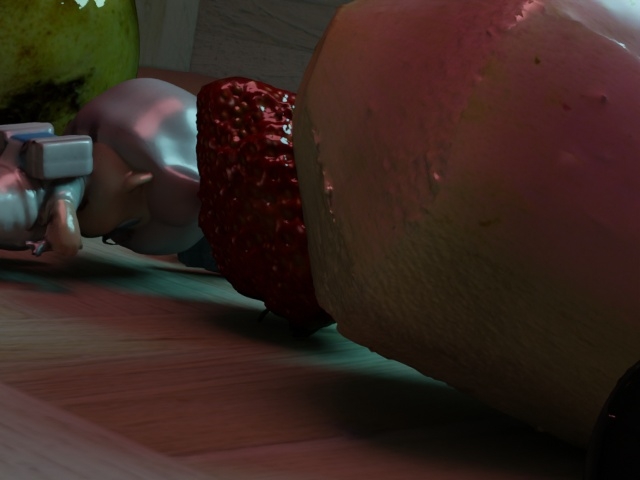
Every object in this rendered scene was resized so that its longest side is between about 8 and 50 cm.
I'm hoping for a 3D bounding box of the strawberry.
[{"bbox_3d":[-0.010,-0.023,0.929,0.131,0.148,0.131,-19,-2,-1],"label":"strawberry"}]

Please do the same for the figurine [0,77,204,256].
[{"bbox_3d":[-0.128,-0.039,1.005,0.229,0.112,0.137,-12,12,-36],"label":"figurine"}]

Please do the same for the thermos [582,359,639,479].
[{"bbox_3d":[0.231,0.078,0.624,0.136,0.109,0.330,14,9,33],"label":"thermos"}]

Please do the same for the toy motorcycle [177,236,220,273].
[{"bbox_3d":[0.000,0.000,1.099,0.193,0.061,0.124,1,19,-11],"label":"toy motorcycle"}]

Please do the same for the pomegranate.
[{"bbox_3d":[-0.258,-0.146,1.208,0.260,0.260,0.260,9,8,-1],"label":"pomegranate"}]

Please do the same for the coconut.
[{"bbox_3d":[0.102,-0.029,0.780,0.245,0.233,0.233,30,9,2],"label":"coconut"}]
